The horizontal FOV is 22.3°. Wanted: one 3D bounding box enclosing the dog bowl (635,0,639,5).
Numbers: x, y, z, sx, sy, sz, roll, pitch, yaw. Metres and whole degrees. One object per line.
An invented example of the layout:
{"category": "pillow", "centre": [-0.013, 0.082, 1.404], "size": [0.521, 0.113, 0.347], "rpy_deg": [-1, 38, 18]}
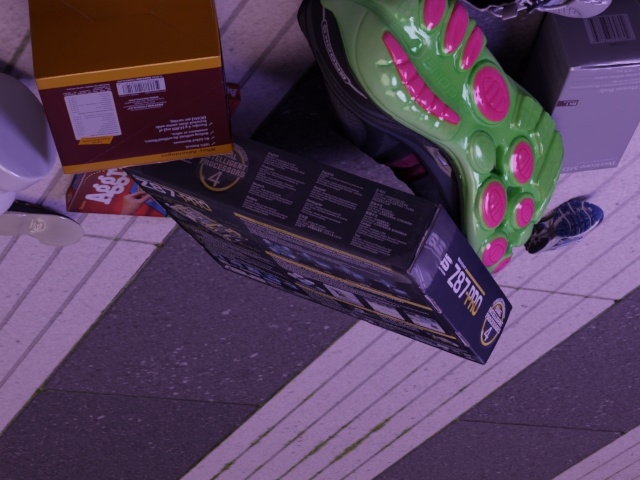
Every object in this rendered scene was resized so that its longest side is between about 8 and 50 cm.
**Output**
{"category": "dog bowl", "centre": [0.400, -0.336, 1.416], "size": [0.102, 0.349, 0.349], "rpy_deg": [-3, 154, -36]}

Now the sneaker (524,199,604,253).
{"category": "sneaker", "centre": [0.353, -0.020, 2.307], "size": [0.058, 0.052, 0.135], "rpy_deg": [4, 159, -43]}

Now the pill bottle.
{"category": "pill bottle", "centre": [-0.441, -0.074, 1.834], "size": [0.278, 0.162, 0.162], "rpy_deg": [-25, 149, 29]}

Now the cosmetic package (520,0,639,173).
{"category": "cosmetic package", "centre": [0.313, -0.179, 1.925], "size": [0.127, 0.107, 0.238], "rpy_deg": [-8, 150, -9]}

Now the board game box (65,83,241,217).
{"category": "board game box", "centre": [-0.209, -0.110, 1.983], "size": [0.145, 0.027, 0.281], "rpy_deg": [4, 150, -21]}

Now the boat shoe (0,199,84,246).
{"category": "boat shoe", "centre": [-0.365, -0.025, 2.085], "size": [0.133, 0.042, 0.049], "rpy_deg": [11, 121, -35]}

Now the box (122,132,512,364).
{"category": "box", "centre": [0.000, 0.000, 1.905], "size": [0.394, 0.097, 0.318], "rpy_deg": [20, 167, 28]}

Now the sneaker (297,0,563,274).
{"category": "sneaker", "centre": [0.129, -0.139, 1.847], "size": [0.185, 0.202, 0.483], "rpy_deg": [-48, 136, -14]}

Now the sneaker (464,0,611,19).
{"category": "sneaker", "centre": [0.198, -0.270, 1.700], "size": [0.281, 0.115, 0.105], "rpy_deg": [11, 147, -33]}

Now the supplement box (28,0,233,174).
{"category": "supplement box", "centre": [-0.199, -0.183, 1.734], "size": [0.191, 0.129, 0.194], "rpy_deg": [-8, 153, -3]}
